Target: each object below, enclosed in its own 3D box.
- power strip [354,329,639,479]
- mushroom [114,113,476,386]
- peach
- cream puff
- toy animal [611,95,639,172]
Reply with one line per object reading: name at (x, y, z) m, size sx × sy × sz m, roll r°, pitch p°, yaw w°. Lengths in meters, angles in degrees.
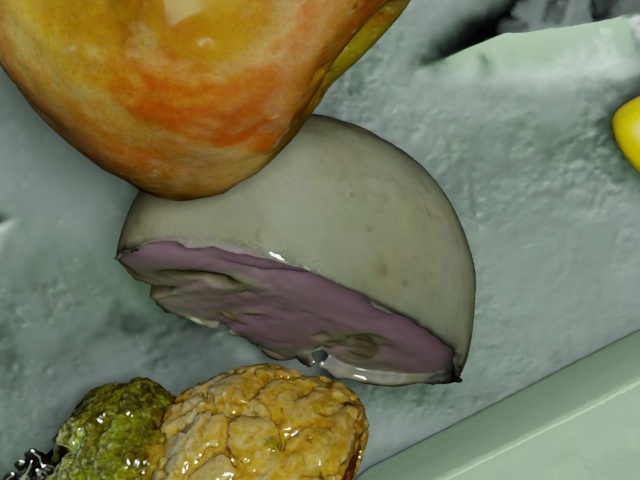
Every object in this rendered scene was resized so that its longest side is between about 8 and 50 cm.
power strip at (0.197, 0.090, 1.027) m, size 0.385 × 0.062 × 0.091 m, roll -29°, pitch 113°, yaw 10°
mushroom at (0.000, 0.000, 0.947) m, size 0.188 × 0.141 × 0.117 m, roll 31°, pitch 76°, yaw -26°
peach at (-0.052, -0.132, 0.832) m, size 0.214 × 0.214 × 0.235 m, roll 14°, pitch 116°, yaw -10°
cream puff at (-0.078, 0.138, 0.980) m, size 0.169 × 0.183 × 0.183 m, roll 20°, pitch 114°, yaw 7°
toy animal at (0.198, -0.071, 0.951) m, size 0.091 × 0.082 × 0.114 m, roll 11°, pitch 134°, yaw 27°
